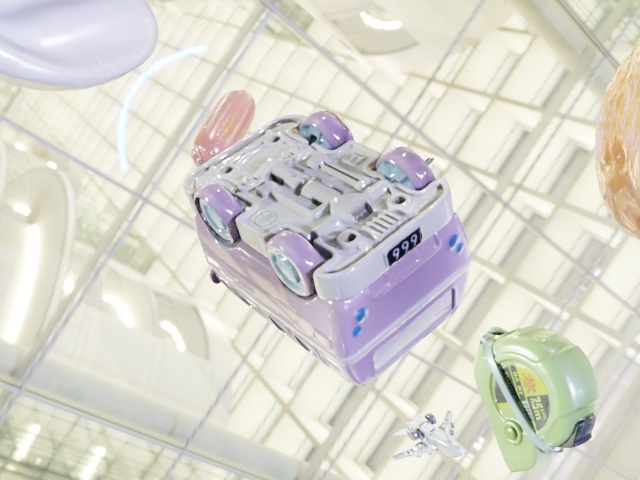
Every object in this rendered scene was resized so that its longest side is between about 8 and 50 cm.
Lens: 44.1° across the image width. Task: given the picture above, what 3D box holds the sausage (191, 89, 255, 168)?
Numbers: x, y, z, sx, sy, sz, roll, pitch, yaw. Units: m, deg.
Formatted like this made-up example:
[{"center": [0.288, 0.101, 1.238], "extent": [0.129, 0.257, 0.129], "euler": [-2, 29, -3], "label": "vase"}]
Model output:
[{"center": [-0.139, -0.158, 1.137], "extent": [0.062, 0.062, 0.154], "euler": [-25, -149, 38], "label": "sausage"}]

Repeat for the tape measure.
[{"center": [0.262, 0.181, 0.960], "extent": [0.154, 0.088, 0.177], "euler": [-34, -105, 53], "label": "tape measure"}]

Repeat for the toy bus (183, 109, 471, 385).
[{"center": [0.000, 0.000, 0.616], "extent": [0.142, 0.142, 0.203], "euler": [-38, -136, -21], "label": "toy bus"}]

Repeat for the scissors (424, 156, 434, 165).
[{"center": [0.155, -0.106, 1.400], "extent": [0.119, 0.058, 0.014], "euler": [-43, -99, 20], "label": "scissors"}]

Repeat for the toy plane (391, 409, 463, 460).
[{"center": [0.219, 0.386, 1.554], "extent": [0.162, 0.065, 0.171], "euler": [-33, -166, -26], "label": "toy plane"}]

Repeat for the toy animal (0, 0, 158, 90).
[{"center": [-0.127, -0.205, 0.434], "extent": [0.357, 0.257, 0.194], "euler": [-42, -133, -19], "label": "toy animal"}]

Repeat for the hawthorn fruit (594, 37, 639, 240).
[{"center": [0.549, -0.155, 0.895], "extent": [0.472, 0.472, 0.471], "euler": [-31, -138, 33], "label": "hawthorn fruit"}]
